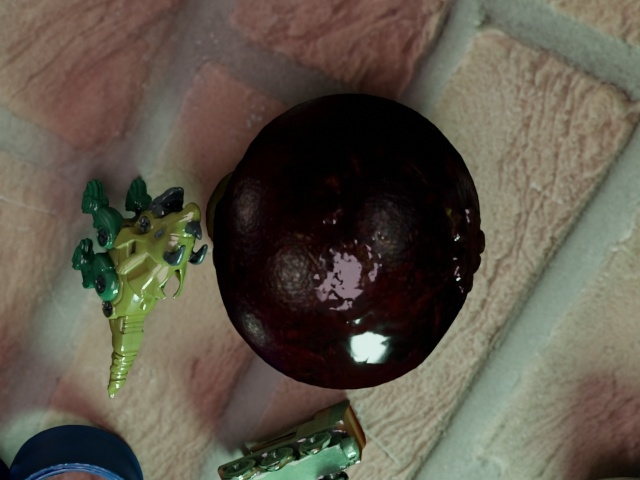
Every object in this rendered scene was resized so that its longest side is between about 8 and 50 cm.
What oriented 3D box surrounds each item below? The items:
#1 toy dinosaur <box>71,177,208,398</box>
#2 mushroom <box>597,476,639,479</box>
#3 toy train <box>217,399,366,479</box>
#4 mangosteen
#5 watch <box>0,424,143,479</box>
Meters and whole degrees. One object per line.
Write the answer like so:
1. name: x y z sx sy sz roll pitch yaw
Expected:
1. toy dinosaur: -0.202 0.043 1.293 0.094 0.153 0.259 -1 125 -42
2. mushroom: 0.482 0.369 1.414 0.396 0.126 0.177 5 93 -8
3. toy train: -0.035 0.253 1.384 0.175 0.118 0.074 -23 102 11
4. mangosteen: 0.015 -0.005 1.209 0.293 0.297 0.297 24 108 16
5. watch: -0.295 0.320 1.386 0.200 0.171 0.196 -12 121 -8
